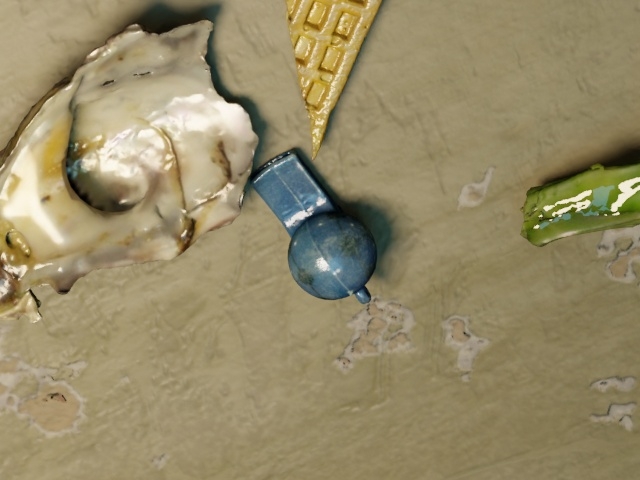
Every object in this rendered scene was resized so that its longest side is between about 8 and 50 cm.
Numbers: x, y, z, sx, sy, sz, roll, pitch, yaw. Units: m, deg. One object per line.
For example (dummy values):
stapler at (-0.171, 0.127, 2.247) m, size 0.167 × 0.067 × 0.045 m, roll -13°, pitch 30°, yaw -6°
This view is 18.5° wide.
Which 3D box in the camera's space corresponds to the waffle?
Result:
waffle at (-0.024, -0.175, 1.740) m, size 0.125 × 0.032 × 0.191 m, roll 20°, pitch 111°, yaw -16°

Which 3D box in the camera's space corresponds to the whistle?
whistle at (0.000, 0.000, 1.800) m, size 0.090 × 0.090 × 0.158 m, roll -34°, pitch 114°, yaw 11°

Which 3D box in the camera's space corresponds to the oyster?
oyster at (-0.189, -0.064, 1.745) m, size 0.271 × 0.100 × 0.275 m, roll 0°, pitch 103°, yaw -7°

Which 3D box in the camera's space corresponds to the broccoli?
broccoli at (0.334, -0.058, 1.798) m, size 0.275 × 0.177 × 0.198 m, roll -26°, pitch 156°, yaw 38°
